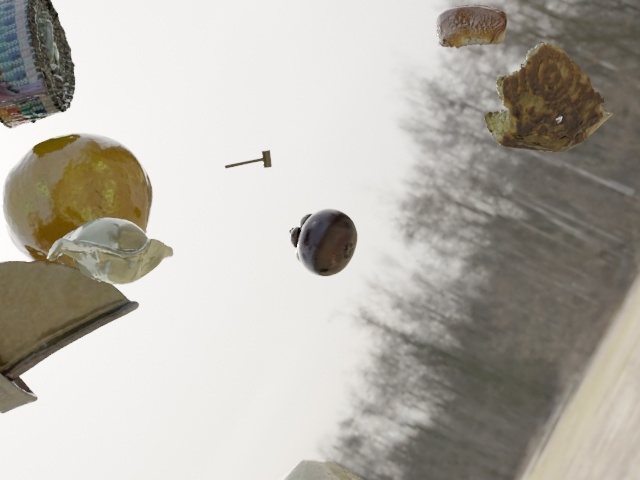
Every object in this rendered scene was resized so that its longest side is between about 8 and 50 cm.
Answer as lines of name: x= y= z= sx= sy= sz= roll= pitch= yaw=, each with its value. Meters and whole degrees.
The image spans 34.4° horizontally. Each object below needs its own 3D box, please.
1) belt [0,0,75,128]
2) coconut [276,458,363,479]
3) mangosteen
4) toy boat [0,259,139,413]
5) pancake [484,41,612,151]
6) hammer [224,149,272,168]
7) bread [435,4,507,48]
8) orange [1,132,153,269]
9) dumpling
belt: x=-0.559 y=-0.327 z=1.893 sx=0.207 sy=0.160 sz=0.295 roll=66 pitch=-171 yaw=-59
coconut: x=-0.005 y=0.556 z=2.053 sx=0.233 sy=0.233 sz=0.245 roll=40 pitch=-142 yaw=-76
mangosteen: x=0.000 y=0.000 z=1.955 sx=0.140 sy=0.140 sz=0.140 roll=-56 pitch=-15 yaw=-25
toy boat: x=-0.489 y=0.126 z=1.635 sx=0.293 sy=0.111 sz=0.276 roll=-47 pitch=-50 yaw=3
pancake: x=0.430 y=-0.247 z=1.986 sx=0.212 sy=0.257 sz=0.056 roll=-50 pitch=25 yaw=1
hammer: x=-0.144 y=-0.155 z=2.060 sx=0.110 sy=0.019 sz=0.035 roll=-16 pitch=-75 yaw=-37
bread: x=0.270 y=-0.386 z=1.846 sx=0.126 sy=0.129 sz=0.044 roll=-83 pitch=-7 yaw=-50
orange: x=-0.434 y=-0.061 z=1.867 sx=0.279 sy=0.235 sz=0.279 roll=-21 pitch=-21 yaw=-8
dumpling: x=-0.294 y=0.013 z=1.489 sx=0.134 sy=0.169 sz=0.100 roll=-13 pitch=54 yaw=69
